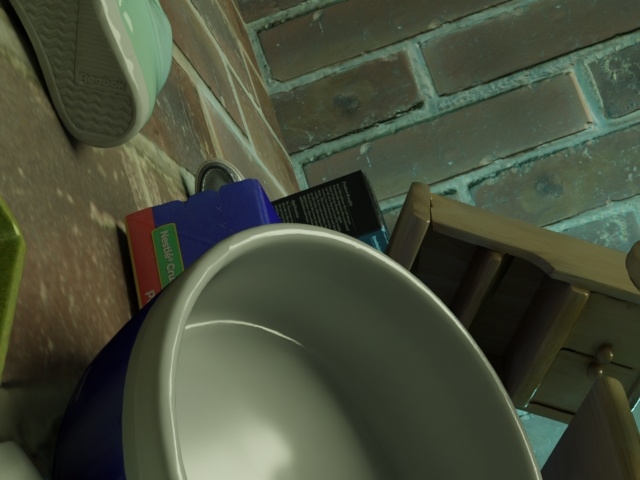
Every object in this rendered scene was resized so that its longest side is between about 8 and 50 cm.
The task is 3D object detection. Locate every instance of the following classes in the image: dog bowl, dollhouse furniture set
[{"bbox_3d":[0.000,0.127,0.455,0.265,0.104,0.265,29,41,-29],"label":"dog bowl"},{"bbox_3d":[0.159,0.149,0.630,0.394,0.256,0.362,-78,-174,-59],"label":"dollhouse furniture set"}]

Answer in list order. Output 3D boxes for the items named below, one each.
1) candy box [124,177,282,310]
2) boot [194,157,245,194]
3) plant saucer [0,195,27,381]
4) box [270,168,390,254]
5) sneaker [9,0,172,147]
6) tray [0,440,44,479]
[{"bbox_3d":[-0.036,0.143,0.727,0.317,0.122,0.268,67,7,-60],"label":"candy box"},{"bbox_3d":[-0.098,-0.003,0.951,0.086,0.069,0.190,-69,141,-89],"label":"boot"},{"bbox_3d":[-0.161,-0.007,0.245,0.188,0.045,0.188,-105,174,-52],"label":"plant saucer"},{"bbox_3d":[0.000,0.000,1.308,0.153,0.207,0.108,64,8,-63],"label":"box"},{"bbox_3d":[-0.179,-0.211,0.637,0.151,0.094,0.256,-87,168,-65],"label":"sneaker"},{"bbox_3d":[-0.090,0.209,0.304,0.145,0.030,0.270,22,48,-84],"label":"tray"}]
